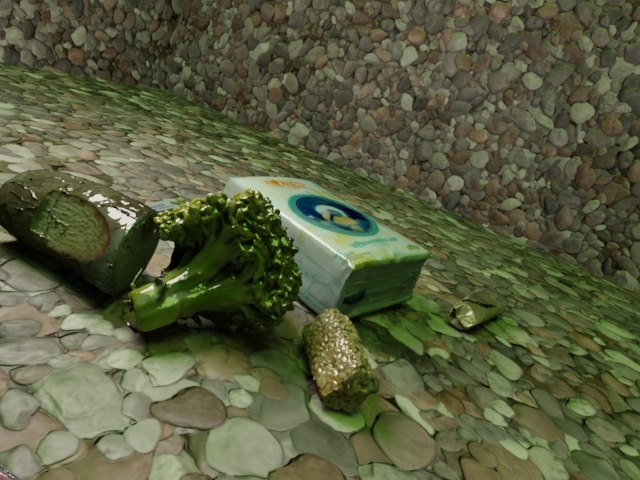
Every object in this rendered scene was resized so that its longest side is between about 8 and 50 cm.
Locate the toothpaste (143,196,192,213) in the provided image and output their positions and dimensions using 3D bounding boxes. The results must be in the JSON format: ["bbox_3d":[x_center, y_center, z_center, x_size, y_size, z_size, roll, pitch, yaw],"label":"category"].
[{"bbox_3d":[-0.348,-0.065,1.002,0.046,0.034,0.164,22,19,16],"label":"toothpaste"}]

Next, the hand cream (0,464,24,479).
[{"bbox_3d":[-0.356,0.170,0.364,0.275,0.050,0.079,28,46,9],"label":"hand cream"}]

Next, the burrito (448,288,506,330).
[{"bbox_3d":[0.364,0.159,1.038,0.087,0.060,0.226,37,24,28],"label":"burrito"}]

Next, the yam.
[{"bbox_3d":[-0.367,-0.021,0.709,0.255,0.153,0.154,22,19,19],"label":"yam"}]

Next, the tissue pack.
[{"bbox_3d":[0.000,0.000,0.968,0.388,0.162,0.288,35,25,35],"label":"tissue pack"}]

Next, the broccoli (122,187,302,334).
[{"bbox_3d":[-0.133,0.028,0.654,0.242,0.180,0.273,59,33,3],"label":"broccoli"}]

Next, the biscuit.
[{"bbox_3d":[0.025,0.172,0.661,0.070,0.082,0.168,39,11,-24],"label":"biscuit"}]
